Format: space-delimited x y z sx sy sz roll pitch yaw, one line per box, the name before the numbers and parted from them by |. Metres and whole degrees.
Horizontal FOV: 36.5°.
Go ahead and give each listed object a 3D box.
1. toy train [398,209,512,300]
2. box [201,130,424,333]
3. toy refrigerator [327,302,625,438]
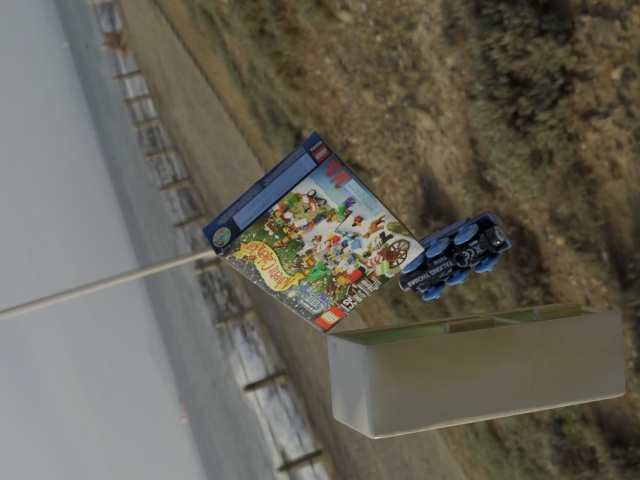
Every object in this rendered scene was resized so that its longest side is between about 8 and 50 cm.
toy train | 0.197 0.017 1.439 0.080 0.184 0.105 52 -148 -11
box | 0.000 0.000 1.070 0.233 0.159 0.044 41 -170 -50
toy refrigerator | 0.151 0.116 0.940 0.102 0.270 0.094 -176 82 -70
